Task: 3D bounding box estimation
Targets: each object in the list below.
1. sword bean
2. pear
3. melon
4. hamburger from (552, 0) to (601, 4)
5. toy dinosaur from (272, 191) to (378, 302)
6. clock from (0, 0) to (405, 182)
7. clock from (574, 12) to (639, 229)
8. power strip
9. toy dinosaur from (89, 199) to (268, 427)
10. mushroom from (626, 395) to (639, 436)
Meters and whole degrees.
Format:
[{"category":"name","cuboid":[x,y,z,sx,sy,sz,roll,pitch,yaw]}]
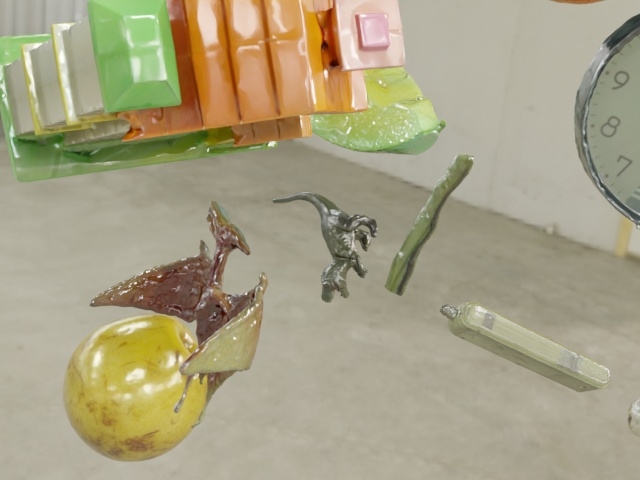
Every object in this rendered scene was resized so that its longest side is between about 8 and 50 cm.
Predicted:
[{"category":"sword bean","cuboid":[0.176,-0.026,1.604,0.043,0.269,0.038,18,20,-27]},{"category":"pear","cuboid":[-0.333,0.269,1.794,0.280,0.281,0.281,6,17,-2]},{"category":"melon","cuboid":[0.060,-0.197,1.347,0.196,0.124,0.323,-12,45,-21]},{"category":"hamburger","cuboid":[0.444,-0.596,1.607,0.395,0.396,0.277,11,25,14]},{"category":"toy dinosaur","cuboid":[0.000,0.000,1.636,0.178,0.187,0.087,10,-27,-5]},{"category":"clock","cuboid":[-0.078,-0.109,0.656,0.219,0.106,0.255,-11,7,-29]},{"category":"clock","cuboid":[0.473,-0.146,1.208,0.312,0.313,0.061,9,22,8]},{"category":"power strip","cuboid":[0.408,0.211,1.979,0.387,0.066,0.092,25,-24,-14]},{"category":"toy dinosaur","cuboid":[-0.133,0.076,0.936,0.112,0.207,0.327,10,28,-23]},{"category":"mushroom","cuboid":[0.539,0.288,1.569,0.085,0.079,0.085,-36,17,13]}]
